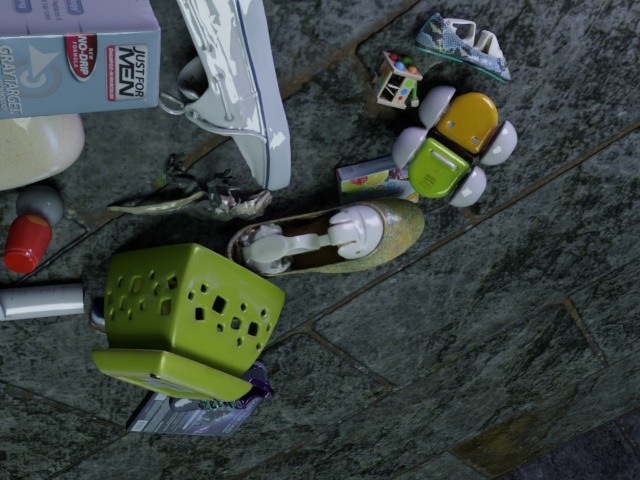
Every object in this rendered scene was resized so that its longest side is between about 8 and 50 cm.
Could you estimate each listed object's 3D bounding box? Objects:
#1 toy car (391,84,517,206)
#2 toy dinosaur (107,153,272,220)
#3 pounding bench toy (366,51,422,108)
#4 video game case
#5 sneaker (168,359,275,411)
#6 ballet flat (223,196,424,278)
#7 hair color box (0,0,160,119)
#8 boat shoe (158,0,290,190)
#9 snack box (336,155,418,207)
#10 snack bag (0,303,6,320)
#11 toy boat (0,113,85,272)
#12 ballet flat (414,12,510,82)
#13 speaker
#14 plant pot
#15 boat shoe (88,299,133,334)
[{"bbox_3d":[0.211,-0.152,1.097,0.159,0.136,0.182,34,101,0],"label":"toy car"},{"bbox_3d":[-0.196,-0.073,1.075,0.268,0.064,0.118,0,143,-18],"label":"toy dinosaur"},{"bbox_3d":[0.125,-0.241,1.023,0.083,0.052,0.065,7,133,-29],"label":"pounding bench toy"},{"bbox_3d":[-0.287,0.395,1.588,0.274,0.026,0.196,14,129,-35],"label":"video game case"},{"bbox_3d":[-0.214,0.333,1.470,0.224,0.098,0.083,-19,127,-14],"label":"sneaker"},{"bbox_3d":[0.000,0.000,1.140,0.349,0.123,0.123,-11,142,12],"label":"ballet flat"},{"bbox_3d":[-0.371,-0.222,0.694,0.375,0.185,0.113,-10,147,-22],"label":"hair color box"},{"bbox_3d":[-0.137,-0.204,0.893,0.157,0.136,0.367,-16,137,-6],"label":"boat shoe"},{"bbox_3d":[0.101,-0.095,1.188,0.141,0.037,0.100,-14,141,-6],"label":"snack box"},{"bbox_3d":[-0.668,0.038,0.992,0.323,0.037,0.342,-15,132,-8],"label":"snack bag"},{"bbox_3d":[-0.424,-0.109,0.885,0.268,0.148,0.318,-4,135,2],"label":"toy boat"},{"bbox_3d":[0.225,-0.288,1.008,0.188,0.070,0.070,9,132,-35],"label":"ballet flat"},{"bbox_3d":[-0.474,0.104,1.159,0.136,0.055,0.055,-4,138,-19],"label":"speaker"},{"bbox_3d":[-0.226,0.146,1.128,0.227,0.207,0.228,-6,151,39],"label":"plant pot"},{"bbox_3d":[-0.341,0.156,1.274,0.183,0.066,0.066,17,133,-24],"label":"boat shoe"}]
